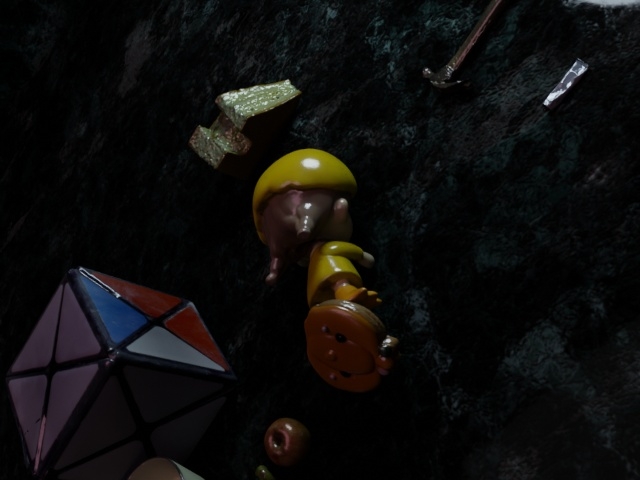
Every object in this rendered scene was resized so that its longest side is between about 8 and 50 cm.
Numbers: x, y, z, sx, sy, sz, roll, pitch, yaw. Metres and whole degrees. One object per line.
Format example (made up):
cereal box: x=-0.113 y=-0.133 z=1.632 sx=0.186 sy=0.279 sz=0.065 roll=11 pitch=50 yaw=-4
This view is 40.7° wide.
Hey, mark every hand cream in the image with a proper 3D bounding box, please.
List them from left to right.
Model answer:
hand cream: x=0.369 y=-0.232 z=1.304 sx=0.093 sy=0.019 sz=0.030 roll=-50 pitch=39 yaw=8

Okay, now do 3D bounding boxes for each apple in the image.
apple: x=-0.052 y=0.336 z=1.437 sx=0.084 sy=0.071 sz=0.084 roll=-15 pitch=67 yaw=39

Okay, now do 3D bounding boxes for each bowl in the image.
bowl: x=-0.265 y=0.512 z=1.538 sx=0.238 sy=0.126 sz=0.238 roll=-24 pitch=55 yaw=39

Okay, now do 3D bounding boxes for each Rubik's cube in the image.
Rubik's cube: x=-0.390 y=0.275 z=1.668 sx=0.310 sy=0.307 sz=0.305 roll=-56 pitch=42 yaw=12

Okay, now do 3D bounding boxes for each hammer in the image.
hammer: x=0.284 y=-0.380 z=1.465 sx=0.297 sy=0.027 sz=0.125 roll=-55 pitch=40 yaw=11

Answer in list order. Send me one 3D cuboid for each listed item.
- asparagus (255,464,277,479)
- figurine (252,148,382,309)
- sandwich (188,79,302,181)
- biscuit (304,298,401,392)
asparagus: x=-0.038 y=0.435 z=1.406 sx=0.024 sy=0.025 sz=0.248 roll=-29 pitch=31 yaw=-24
figurine: x=0.000 y=0.000 z=1.479 sx=0.215 sy=0.187 sz=0.344 roll=-52 pitch=46 yaw=35
sandwich: x=-0.152 y=-0.247 z=1.809 sx=0.236 sy=0.128 sz=0.122 roll=-55 pitch=48 yaw=14
biscuit: x=0.045 y=0.174 z=1.350 sx=0.170 sy=0.170 sz=0.050 roll=-20 pitch=17 yaw=42
